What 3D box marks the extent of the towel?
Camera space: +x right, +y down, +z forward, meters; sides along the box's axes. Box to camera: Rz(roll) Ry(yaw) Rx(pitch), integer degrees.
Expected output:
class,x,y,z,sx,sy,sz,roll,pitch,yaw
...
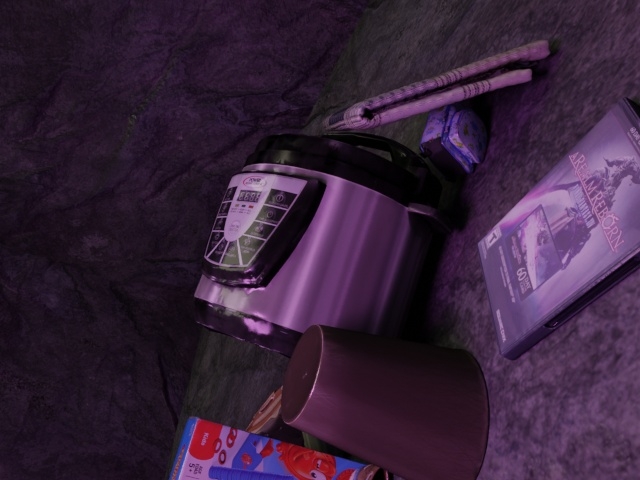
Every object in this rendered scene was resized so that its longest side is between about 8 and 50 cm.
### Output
class,x,y,z,sx,sy,sz,roll,pitch,yaw
towel,0.178,-0.245,0.932,0.312,0.324,0.056,-140,29,-77

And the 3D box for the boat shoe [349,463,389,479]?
class,x,y,z,sx,sy,sz,roll,pitch,yaw
boat shoe,0.065,0.408,0.777,0.066,0.066,0.183,-52,23,43

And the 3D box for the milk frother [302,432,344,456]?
class,x,y,z,sx,sy,sz,roll,pitch,yaw
milk frother,0.038,0.311,0.966,0.129,0.143,0.134,-48,-39,-39

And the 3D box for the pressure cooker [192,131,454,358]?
class,x,y,z,sx,sy,sz,roll,pitch,yaw
pressure cooker,0.002,0.002,0.972,0.375,0.370,0.420,133,157,-79

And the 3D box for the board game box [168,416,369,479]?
class,x,y,z,sx,sy,sz,roll,pitch,yaw
board game box,-0.094,0.455,0.811,0.086,0.302,0.308,-38,34,61

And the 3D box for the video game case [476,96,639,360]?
class,x,y,z,sx,sy,sz,roll,pitch,yaw
video game case,0.291,-0.009,0.646,0.196,0.026,0.274,-85,22,-46

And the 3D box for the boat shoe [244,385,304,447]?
class,x,y,z,sx,sy,sz,roll,pitch,yaw
boat shoe,-0.079,0.396,1.218,0.324,0.123,0.120,-47,20,35

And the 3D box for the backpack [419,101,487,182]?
class,x,y,z,sx,sy,sz,roll,pitch,yaw
backpack,0.232,-0.178,0.932,0.084,0.105,0.114,-15,49,44

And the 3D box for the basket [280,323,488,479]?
class,x,y,z,sx,sy,sz,roll,pitch,yaw
basket,0.076,0.202,0.710,0.154,0.227,0.204,-53,21,45
